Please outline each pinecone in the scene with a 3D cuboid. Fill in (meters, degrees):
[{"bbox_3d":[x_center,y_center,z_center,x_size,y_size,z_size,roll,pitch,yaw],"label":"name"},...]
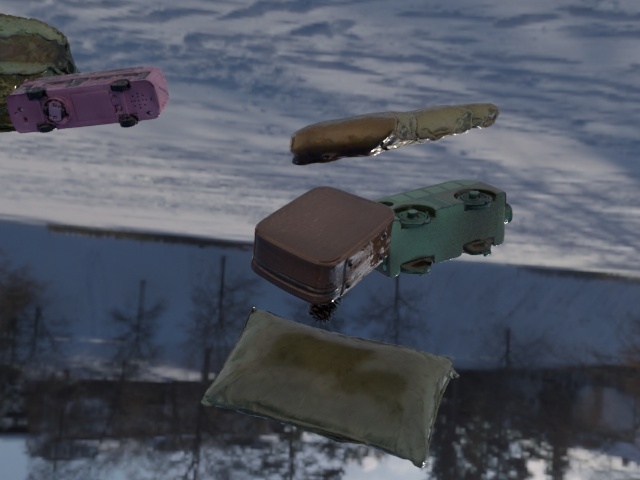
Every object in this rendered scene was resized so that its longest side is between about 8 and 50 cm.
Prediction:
[{"bbox_3d":[0.009,0.145,1.987,0.077,0.083,0.077,19,163,6],"label":"pinecone"}]

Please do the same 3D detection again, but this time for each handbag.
[{"bbox_3d":[0.000,0.000,1.177,0.151,0.072,0.193,22,-145,22],"label":"handbag"}]

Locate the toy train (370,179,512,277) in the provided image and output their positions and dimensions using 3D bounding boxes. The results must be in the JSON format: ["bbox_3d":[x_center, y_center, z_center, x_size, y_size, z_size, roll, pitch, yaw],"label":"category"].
[{"bbox_3d":[0.220,-0.029,1.707,0.326,0.129,0.159,-15,-152,-28],"label":"toy train"}]

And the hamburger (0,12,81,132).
[{"bbox_3d":[-0.551,-0.265,1.474,0.308,0.132,0.211,-5,155,-16],"label":"hamburger"}]

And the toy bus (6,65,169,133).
[{"bbox_3d":[-0.302,-0.185,1.163,0.203,0.063,0.090,-5,-153,7],"label":"toy bus"}]

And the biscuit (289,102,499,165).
[{"bbox_3d":[0.078,-0.124,1.009,0.154,0.045,0.299,-6,-173,36],"label":"biscuit"}]

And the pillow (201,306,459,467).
[{"bbox_3d":[0.019,0.185,1.150,0.302,0.075,0.185,13,-140,13],"label":"pillow"}]
